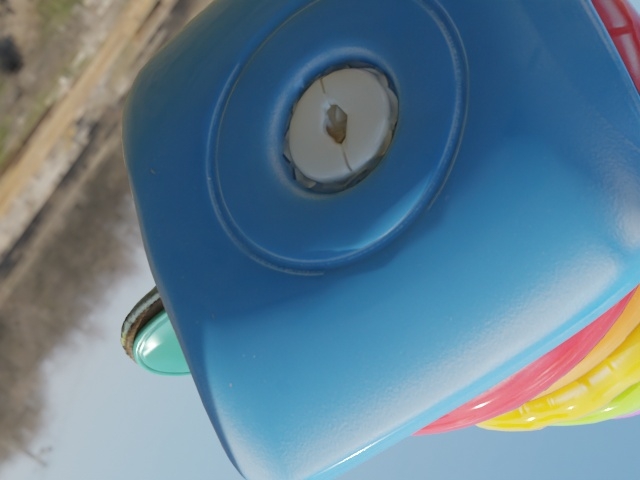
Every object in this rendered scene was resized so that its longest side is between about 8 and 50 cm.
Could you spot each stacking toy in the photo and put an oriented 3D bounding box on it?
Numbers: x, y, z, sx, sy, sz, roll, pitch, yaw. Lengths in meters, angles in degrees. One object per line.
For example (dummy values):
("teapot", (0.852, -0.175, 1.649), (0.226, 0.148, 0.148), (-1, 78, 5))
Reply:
("stacking toy", (0.089, 0.010, 0.598), (0.166, 0.302, 0.175), (-35, -125, 21))

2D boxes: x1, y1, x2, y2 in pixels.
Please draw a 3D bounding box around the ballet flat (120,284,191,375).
("ballet flat", (0.000, 0.000, 0.722), (0.188, 0.070, 0.070), (-21, -169, 4))
